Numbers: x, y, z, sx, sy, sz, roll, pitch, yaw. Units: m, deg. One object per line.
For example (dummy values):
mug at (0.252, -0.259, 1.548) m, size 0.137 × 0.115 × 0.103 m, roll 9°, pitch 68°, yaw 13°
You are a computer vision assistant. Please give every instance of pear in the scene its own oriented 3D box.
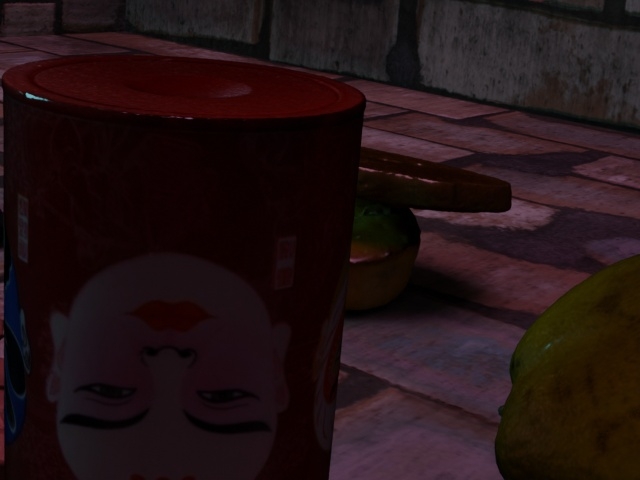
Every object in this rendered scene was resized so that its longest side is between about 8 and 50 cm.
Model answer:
pear at (0.283, 0.122, 0.755) m, size 0.321 × 0.269 × 0.269 m, roll -4°, pitch 15°, yaw 15°

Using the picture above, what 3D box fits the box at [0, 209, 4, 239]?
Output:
box at (-0.502, -0.031, 1.351) m, size 0.212 × 0.042 × 0.201 m, roll -4°, pitch 19°, yaw -29°

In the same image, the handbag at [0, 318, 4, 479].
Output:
handbag at (-0.304, 0.109, 0.820) m, size 0.157 × 0.059 × 0.212 m, roll 7°, pitch 29°, yaw -35°

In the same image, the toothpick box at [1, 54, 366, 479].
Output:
toothpick box at (-0.087, 0.070, 0.655) m, size 0.204 × 0.334 × 0.204 m, roll 4°, pitch 17°, yaw -1°

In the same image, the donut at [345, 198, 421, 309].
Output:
donut at (-0.001, -0.001, 1.275) m, size 0.253 × 0.119 × 0.253 m, roll 6°, pitch 15°, yaw -1°

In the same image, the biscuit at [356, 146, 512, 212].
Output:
biscuit at (0.077, -0.072, 1.270) m, size 0.272 × 0.049 × 0.257 m, roll 15°, pitch 10°, yaw 32°
